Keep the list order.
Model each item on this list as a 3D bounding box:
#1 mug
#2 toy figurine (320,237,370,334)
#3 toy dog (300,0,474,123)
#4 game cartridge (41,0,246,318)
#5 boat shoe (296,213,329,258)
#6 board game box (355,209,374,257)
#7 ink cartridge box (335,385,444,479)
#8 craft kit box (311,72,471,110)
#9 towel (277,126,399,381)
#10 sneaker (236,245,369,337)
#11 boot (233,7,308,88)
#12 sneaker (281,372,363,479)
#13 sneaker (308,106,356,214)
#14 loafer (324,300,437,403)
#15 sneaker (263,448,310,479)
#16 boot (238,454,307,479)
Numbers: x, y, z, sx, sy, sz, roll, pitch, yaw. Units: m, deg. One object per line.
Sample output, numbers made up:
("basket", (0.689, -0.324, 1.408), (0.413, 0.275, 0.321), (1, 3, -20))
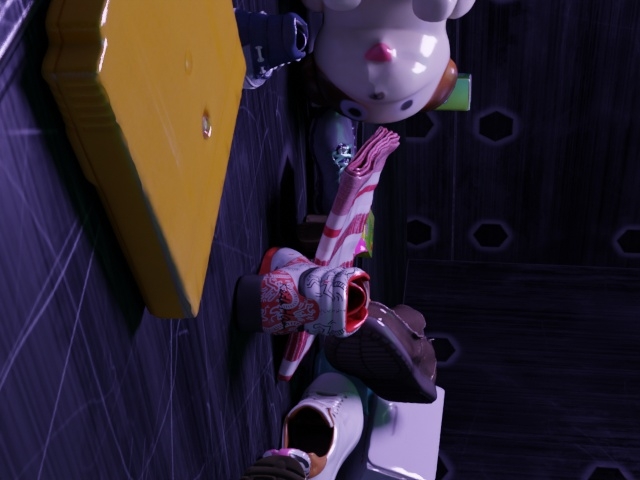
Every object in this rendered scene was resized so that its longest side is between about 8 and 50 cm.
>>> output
("mug", (0.038, 0.242, 1.998), (0.158, 0.097, 0.129), (-76, 167, -52))
("toy figurine", (0.040, 0.067, 1.982), (0.173, 0.130, 0.159), (130, -42, -66))
("toy dog", (0.079, -0.373, 1.667), (0.395, 0.284, 0.408), (-139, -129, -77))
("game cartridge", (-0.125, -0.139, 0.903), (0.324, 0.052, 0.285), (77, 17, -55))
("boat shoe", (0.000, 0.000, 1.765), (0.178, 0.064, 0.060), (-60, 150, -79))
("board game box", (0.081, -0.025, 2.420), (0.181, 0.043, 0.092), (53, 40, -77))
("ink cartridge box", (0.107, 0.419, 2.110), (0.226, 0.131, 0.306), (-77, -171, -45))
("craft kit box", (0.123, -0.249, 1.917), (0.246, 0.250, 0.061), (-61, 152, -75))
("towel", (0.026, 0.017, 1.644), (0.237, 0.037, 0.329), (-52, 162, -64))
("sneaker", (-0.008, 0.065, 1.433), (0.270, 0.145, 0.090), (-41, 133, -80))
("boot", (-0.052, -0.202, 1.246), (0.190, 0.086, 0.069), (7, 86, -82))
("sneaker", (0.006, 0.267, 1.736), (0.290, 0.106, 0.123), (-72, 165, -59))
("sneaker", (0.040, -0.109, 1.826), (0.098, 0.083, 0.224), (43, -31, 42))
("loafer", (0.100, 0.160, 1.859), (0.366, 0.134, 0.130), (54, 40, -62))
("sneaker", (-0.045, 0.337, 1.545), (0.170, 0.063, 0.075), (90, 1, -51))
("boot", (-0.063, 0.409, 1.392), (0.269, 0.089, 0.236), (79, 26, -59))
